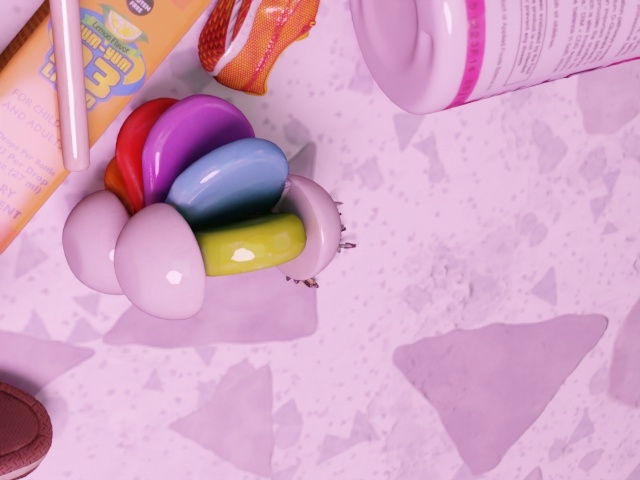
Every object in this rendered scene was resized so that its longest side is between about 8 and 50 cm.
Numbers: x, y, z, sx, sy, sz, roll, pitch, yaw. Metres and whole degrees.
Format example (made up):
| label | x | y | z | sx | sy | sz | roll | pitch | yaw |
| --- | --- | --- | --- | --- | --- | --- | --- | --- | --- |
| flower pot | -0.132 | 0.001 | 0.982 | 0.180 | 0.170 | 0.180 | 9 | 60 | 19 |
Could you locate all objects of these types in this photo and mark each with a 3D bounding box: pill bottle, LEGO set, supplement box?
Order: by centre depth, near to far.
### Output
| label | x | y | z | sx | sy | sz | roll | pitch | yaw |
| --- | --- | --- | --- | --- | --- | --- | --- | --- | --- |
| supplement box | -0.177 | -0.106 | 0.588 | 0.078 | 0.080 | 0.233 | 39 | 90 | -27 |
| pill bottle | 0.177 | -0.202 | 0.649 | 0.283 | 0.160 | 0.160 | -17 | 113 | -16 |
| LEGO set | -0.003 | 0.000 | 0.730 | 0.054 | 0.023 | 0.083 | 36 | 106 | -26 |

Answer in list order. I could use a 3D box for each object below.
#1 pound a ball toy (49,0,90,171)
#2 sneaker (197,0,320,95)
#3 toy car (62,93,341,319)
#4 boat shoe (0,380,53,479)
| label | x | y | z | sx | sy | sz | roll | pitch | yaw |
| --- | --- | --- | --- | --- | --- | --- | --- | --- | --- |
| pound a ball toy | -0.222 | -0.053 | 0.475 | 0.208 | 0.136 | 0.319 | -3 | 102 | -11 |
| sneaker | -0.025 | -0.189 | 0.638 | 0.067 | 0.064 | 0.175 | 24 | 105 | -44 |
| toy car | -0.084 | -0.033 | 0.598 | 0.159 | 0.182 | 0.136 | -16 | 108 | -36 |
| boat shoe | -0.331 | 0.152 | 0.625 | 0.258 | 0.095 | 0.095 | 6 | 140 | -26 |
